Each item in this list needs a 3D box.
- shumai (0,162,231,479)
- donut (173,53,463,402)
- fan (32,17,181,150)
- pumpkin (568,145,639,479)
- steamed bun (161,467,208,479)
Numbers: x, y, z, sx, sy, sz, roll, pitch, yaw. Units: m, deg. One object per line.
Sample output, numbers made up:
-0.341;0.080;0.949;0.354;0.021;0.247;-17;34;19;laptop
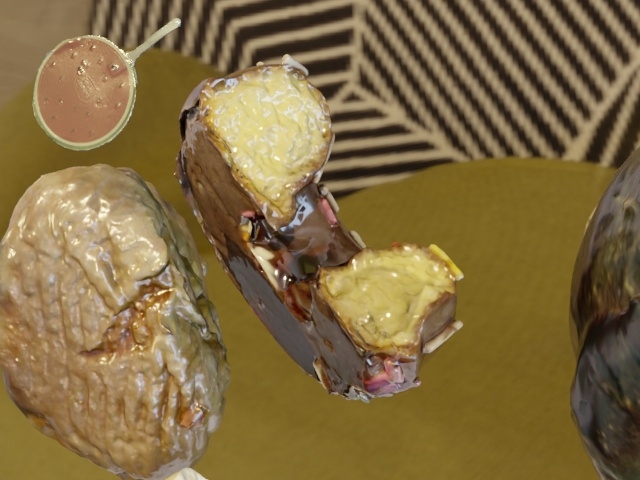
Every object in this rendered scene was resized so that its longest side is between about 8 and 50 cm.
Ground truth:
-0.161;0.051;1.584;0.217;0.283;0.346;1;117;24;shumai
-0.006;0.003;1.572;0.345;0.136;0.259;54;163;10;donut
-0.151;-0.120;1.175;0.133;0.005;0.085;-35;76;16;fan
0.402;0.078;1.242;0.454;0.344;0.454;22;144;17;pumpkin
-0.100;0.348;1.490;0.225;0.170;0.200;35;120;-21;steamed bun
